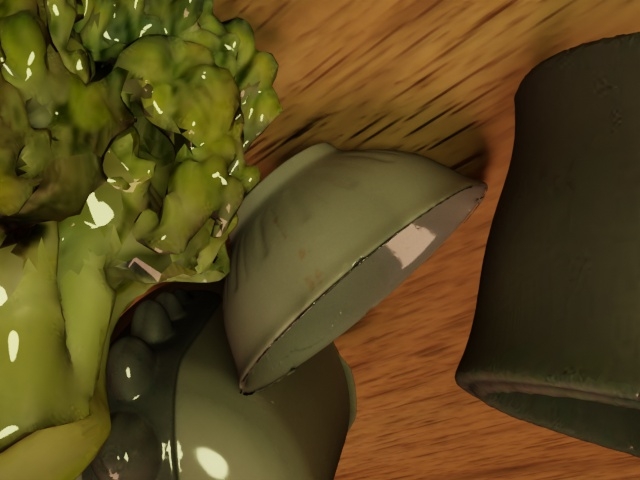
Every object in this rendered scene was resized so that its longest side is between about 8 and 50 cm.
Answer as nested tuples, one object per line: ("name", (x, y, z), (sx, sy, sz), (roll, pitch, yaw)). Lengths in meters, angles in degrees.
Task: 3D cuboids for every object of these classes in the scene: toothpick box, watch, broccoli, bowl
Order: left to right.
("broccoli", (-0.185, -0.020, 0.622), (0.272, 0.324, 0.334), (33, 158, 16))
("toothpick box", (-0.094, 0.142, 0.838), (0.229, 0.229, 0.316), (11, -169, 4))
("bowl", (0.000, 0.000, 0.724), (0.086, 0.189, 0.189), (49, 158, 11))
("watch", (0.244, 0.041, 0.565), (0.327, 0.314, 0.335), (8, 169, 42))
